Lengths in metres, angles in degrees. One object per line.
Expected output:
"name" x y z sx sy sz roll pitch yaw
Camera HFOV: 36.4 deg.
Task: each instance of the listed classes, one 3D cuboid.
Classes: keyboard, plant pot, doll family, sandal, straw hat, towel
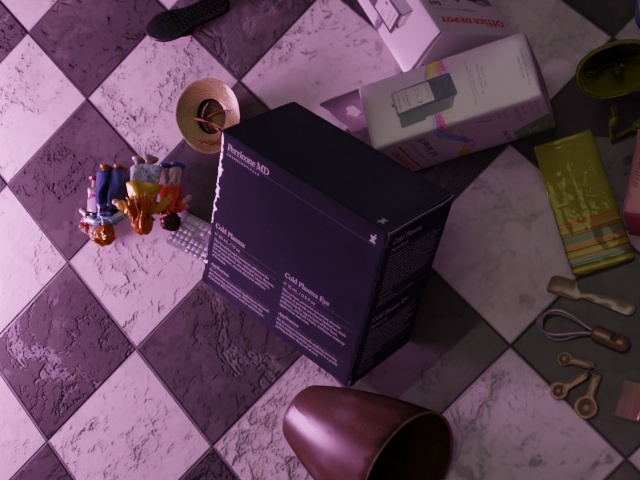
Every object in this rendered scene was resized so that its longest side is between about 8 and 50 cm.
"keyboard" -0.178 0.024 1.826 0.256 0.014 0.072 26 86 25
"plant pot" 0.055 0.327 1.561 0.230 0.215 0.215 23 84 41
"doll family" -0.380 -0.071 1.870 0.263 0.118 0.163 -8 69 23
"sandal" -0.267 -0.446 1.985 0.179 0.040 0.067 -22 73 -1
"straw hat" -0.206 -0.238 1.884 0.144 0.061 0.144 1 93 20
"towel" 0.432 -0.063 1.608 0.102 0.021 0.237 -16 69 11

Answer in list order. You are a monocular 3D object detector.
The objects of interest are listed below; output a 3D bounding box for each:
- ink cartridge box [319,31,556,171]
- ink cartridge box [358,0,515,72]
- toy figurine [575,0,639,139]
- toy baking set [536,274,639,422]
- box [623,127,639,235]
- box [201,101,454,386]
"ink cartridge box" 0.199 -0.210 1.634 0.353 0.207 0.119 -16 77 17
"ink cartridge box" 0.184 -0.415 1.693 0.115 0.198 0.273 -51 58 42
"toy figurine" 0.598 -0.341 1.585 0.362 0.191 0.217 -20 38 23
"toy baking set" 0.445 0.164 1.530 0.196 0.030 0.256 -12 71 18
"box" 0.594 -0.076 1.486 0.232 0.127 0.149 9 77 24
"box" 0.000 0.000 1.586 0.343 0.179 0.312 34 132 26
